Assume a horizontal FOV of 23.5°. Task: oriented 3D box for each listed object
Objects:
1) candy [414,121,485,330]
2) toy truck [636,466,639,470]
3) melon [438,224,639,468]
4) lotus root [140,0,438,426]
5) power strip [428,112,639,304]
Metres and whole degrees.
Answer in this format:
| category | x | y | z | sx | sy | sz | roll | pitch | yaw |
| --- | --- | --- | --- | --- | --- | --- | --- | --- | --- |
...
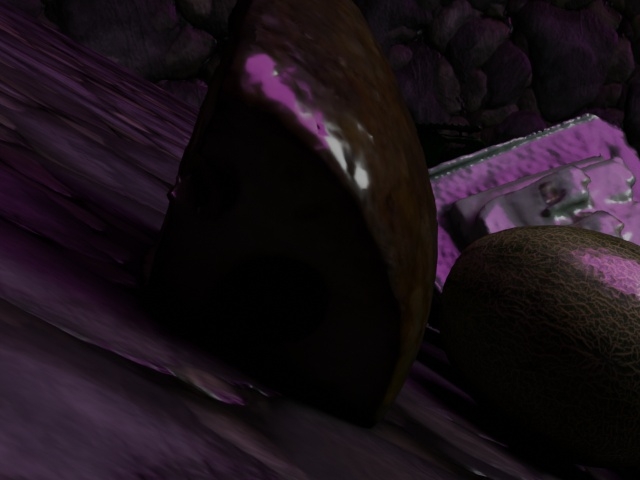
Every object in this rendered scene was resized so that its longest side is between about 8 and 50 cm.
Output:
| category | x | y | z | sx | sy | sz | roll | pitch | yaw |
| --- | --- | --- | --- | --- | --- | --- | --- | --- | --- |
| candy | 0.098 | 0.003 | 1.212 | 0.078 | 0.203 | 0.141 | -23 | 18 | -36 |
| toy truck | 0.287 | 0.137 | 1.066 | 0.155 | 0.124 | 0.268 | 24 | 7 | -11 |
| melon | 0.162 | 0.066 | 0.929 | 0.192 | 0.139 | 0.139 | 27 | 3 | 13 |
| lotus root | -0.005 | -0.032 | 0.788 | 0.142 | 0.210 | 0.314 | 18 | 19 | -7 |
| power strip | 0.172 | -0.003 | 1.065 | 0.198 | 0.213 | 0.064 | 57 | -24 | 29 |
